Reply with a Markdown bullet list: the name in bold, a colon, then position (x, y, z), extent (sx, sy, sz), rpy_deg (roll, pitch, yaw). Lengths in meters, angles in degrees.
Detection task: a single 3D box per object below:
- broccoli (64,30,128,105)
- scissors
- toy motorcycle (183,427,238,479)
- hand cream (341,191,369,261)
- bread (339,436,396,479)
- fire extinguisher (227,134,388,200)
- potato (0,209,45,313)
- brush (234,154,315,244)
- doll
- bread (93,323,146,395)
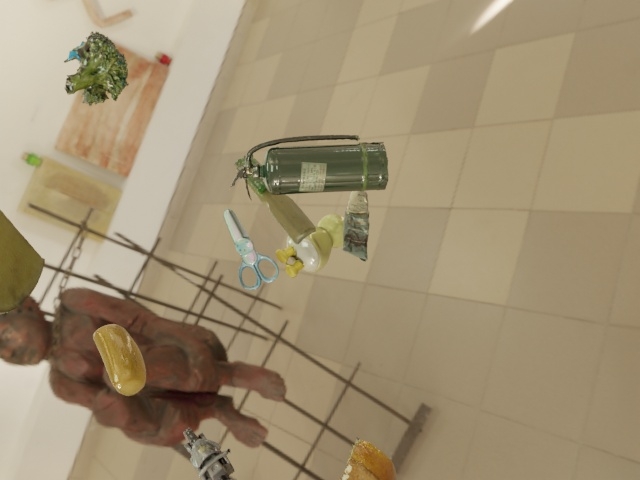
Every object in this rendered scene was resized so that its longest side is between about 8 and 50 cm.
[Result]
- **broccoli**: position (-0.520, -0.384, 1.426), extent (0.167, 0.154, 0.160), rpy_deg (-13, 21, 39)
- **scissors**: position (-0.225, 0.021, 1.865), extent (0.125, 0.256, 0.030), rpy_deg (-25, 8, 7)
- **toy motorcycle**: position (-0.208, 0.477, 1.286), extent (0.080, 0.215, 0.122), rpy_deg (-35, 4, -21)
- **hand cream**: position (0.102, -0.050, 1.750), extent (0.052, 0.075, 0.248), rpy_deg (99, 178, -51)
- **bread**: position (0.095, 0.538, 1.330), extent (0.129, 0.134, 0.260), rpy_deg (-60, -11, -46)
- **fire extinguisher**: position (-0.027, -0.133, 1.156), extent (0.093, 0.294, 0.118), rpy_deg (-107, 15, -67)
- **potato**: position (-0.817, 0.070, 1.520), extent (0.112, 0.269, 0.255), rpy_deg (-15, 46, 9)
- **brush**: position (-0.101, -0.096, 1.305), extent (0.054, 0.048, 0.282), rpy_deg (-37, 52, -4)
- **doll**: position (-0.007, 0.005, 1.854), extent (0.117, 0.296, 0.141), rpy_deg (-36, 88, 42)
- **bread**: position (-0.572, 0.340, 1.808), extent (0.098, 0.147, 0.217), rpy_deg (-32, 68, -6)
